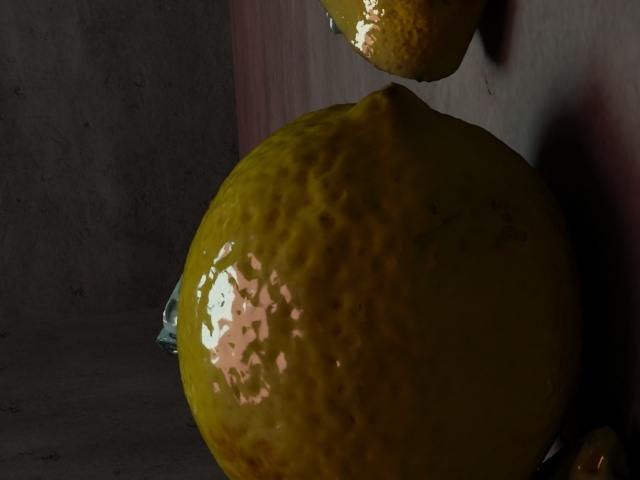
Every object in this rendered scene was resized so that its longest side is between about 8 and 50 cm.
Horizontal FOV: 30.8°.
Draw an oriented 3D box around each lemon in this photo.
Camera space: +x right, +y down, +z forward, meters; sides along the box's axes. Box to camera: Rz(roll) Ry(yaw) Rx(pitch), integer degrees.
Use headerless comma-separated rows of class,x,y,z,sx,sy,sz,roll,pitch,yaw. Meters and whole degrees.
lemon,0.036,0.051,0.702,0.267,0.267,0.267,173,90,-83

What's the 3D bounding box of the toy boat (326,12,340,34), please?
toy boat,0.036,-0.325,0.964,0.134,0.092,0.299,-105,10,-66

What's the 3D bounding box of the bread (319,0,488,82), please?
bread,0.034,-0.216,0.848,0.245,0.102,0.094,60,142,40

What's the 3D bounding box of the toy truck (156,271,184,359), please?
toy truck,-0.003,0.106,1.004,0.136,0.162,0.305,-63,-32,-22

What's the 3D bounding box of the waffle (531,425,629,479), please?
waffle,0.154,0.214,0.662,0.214,0.054,0.208,98,163,-62
